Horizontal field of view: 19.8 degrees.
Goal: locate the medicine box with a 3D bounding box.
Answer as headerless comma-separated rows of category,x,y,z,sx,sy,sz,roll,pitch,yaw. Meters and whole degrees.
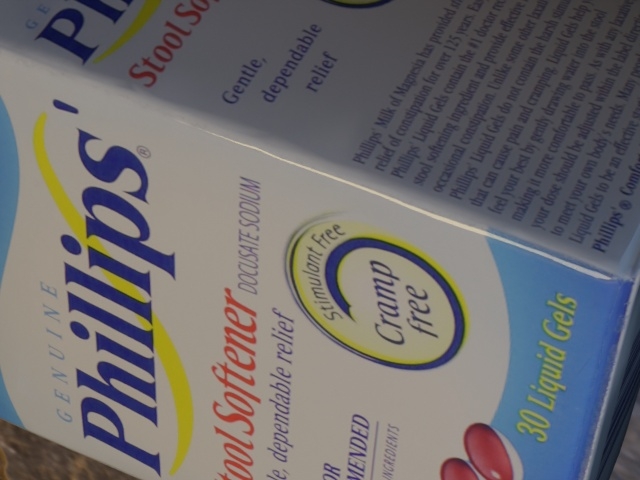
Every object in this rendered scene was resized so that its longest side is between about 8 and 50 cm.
medicine box,0.000,0.000,0.787,0.289,0.149,0.263,20,142,14
